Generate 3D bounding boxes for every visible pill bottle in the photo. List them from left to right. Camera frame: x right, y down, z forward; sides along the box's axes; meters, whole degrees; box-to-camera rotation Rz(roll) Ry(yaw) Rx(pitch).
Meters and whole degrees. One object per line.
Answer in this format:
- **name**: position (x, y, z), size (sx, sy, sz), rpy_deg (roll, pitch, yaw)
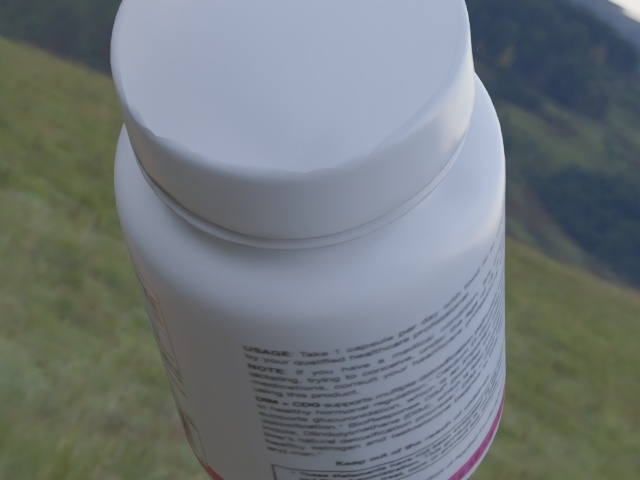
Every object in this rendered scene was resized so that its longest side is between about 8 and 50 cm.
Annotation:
- **pill bottle**: position (0.000, 0.000, 0.792), size (0.160, 0.160, 0.283), rpy_deg (30, -26, 22)
